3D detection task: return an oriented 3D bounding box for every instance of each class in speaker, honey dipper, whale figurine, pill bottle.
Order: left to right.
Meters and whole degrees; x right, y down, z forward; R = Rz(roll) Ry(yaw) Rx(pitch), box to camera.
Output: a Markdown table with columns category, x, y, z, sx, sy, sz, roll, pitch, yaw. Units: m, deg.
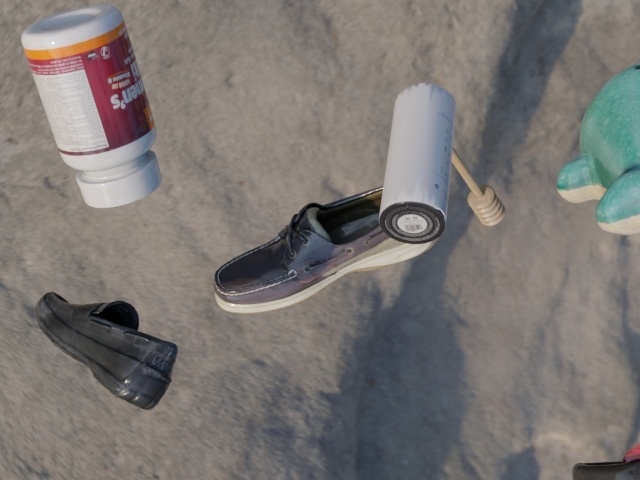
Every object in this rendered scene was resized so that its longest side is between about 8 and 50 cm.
| category | x | y | z | sx | sy | sz | roll | pitch | yaw |
| --- | --- | --- | --- | --- | --- | --- | --- | --- | --- |
| pill bottle | -0.266 | -0.159 | 1.253 | 0.121 | 0.121 | 0.221 | -25 | 119 | -22 |
| speaker | 0.082 | -0.066 | 0.868 | 0.055 | 0.055 | 0.136 | 27 | 50 | -21 |
| honey dipper | 0.144 | -0.068 | 1.053 | 0.030 | 0.030 | 0.161 | -58 | 137 | -14 |
| whale figurine | 0.329 | -0.095 | 1.019 | 0.272 | 0.216 | 0.141 | -42 | 117 | -58 |

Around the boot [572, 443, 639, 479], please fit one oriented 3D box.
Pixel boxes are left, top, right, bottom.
| category | x | y | z | sx | sy | sz | roll | pitch | yaw |
| --- | --- | --- | --- | --- | --- | --- | --- | --- | --- |
| boot | 0.308 | 0.246 | 0.810 | 0.088 | 0.244 | 0.176 | 18 | 77 | -56 |

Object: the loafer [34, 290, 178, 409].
| category | x | y | z | sx | sy | sz | roll | pitch | yaw |
| --- | --- | --- | --- | --- | --- | --- | --- | --- | --- |
| loafer | -0.218 | 0.097 | 1.073 | 0.076 | 0.223 | 0.078 | 39 | 80 | -44 |

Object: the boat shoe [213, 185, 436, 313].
| category | x | y | z | sx | sy | sz | roll | pitch | yaw |
| --- | --- | --- | --- | --- | --- | --- | --- | --- | --- |
| boat shoe | 0.000 | 0.000 | 1.247 | 0.285 | 0.103 | 0.092 | -18 | 133 | 2 |
